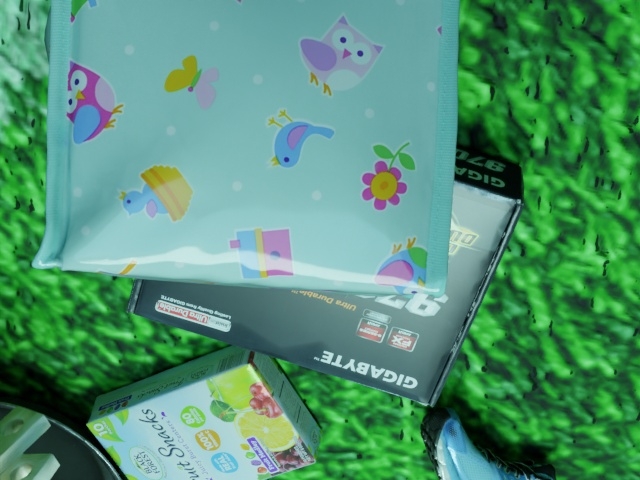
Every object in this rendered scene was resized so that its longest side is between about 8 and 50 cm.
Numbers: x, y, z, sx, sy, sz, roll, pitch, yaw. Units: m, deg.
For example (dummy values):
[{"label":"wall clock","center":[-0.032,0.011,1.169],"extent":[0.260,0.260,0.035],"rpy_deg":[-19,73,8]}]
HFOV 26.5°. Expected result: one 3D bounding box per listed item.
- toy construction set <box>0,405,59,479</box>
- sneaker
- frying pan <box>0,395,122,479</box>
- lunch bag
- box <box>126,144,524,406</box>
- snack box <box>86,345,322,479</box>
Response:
[{"label":"toy construction set","center":[-0.295,0.037,0.899],"extent":[0.215,0.151,0.327],"rpy_deg":[-16,105,15]},{"label":"sneaker","center":[0.131,0.173,0.987],"extent":[0.073,0.063,0.162],"rpy_deg":[-35,118,7]},{"label":"frying pan","center":[-0.173,0.212,1.039],"extent":[0.326,0.053,0.197],"rpy_deg":[18,124,-1]},{"label":"lunch bag","center":[-0.036,-0.105,0.742],"extent":[0.223,0.160,0.262],"rpy_deg":[4,87,-3]},{"label":"box","center":[0.000,0.000,0.886],"extent":[0.220,0.051,0.175],"rpy_deg":[18,122,-4]},{"label":"snack box","center":[-0.084,0.138,0.994],"extent":[0.141,0.037,0.100],"rpy_deg":[-21,117,20]}]
